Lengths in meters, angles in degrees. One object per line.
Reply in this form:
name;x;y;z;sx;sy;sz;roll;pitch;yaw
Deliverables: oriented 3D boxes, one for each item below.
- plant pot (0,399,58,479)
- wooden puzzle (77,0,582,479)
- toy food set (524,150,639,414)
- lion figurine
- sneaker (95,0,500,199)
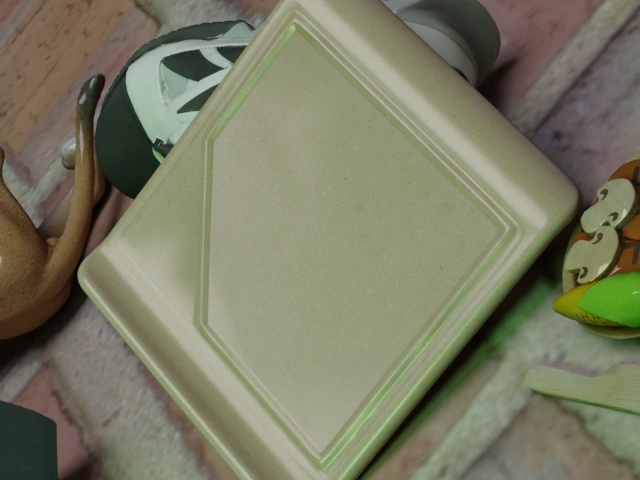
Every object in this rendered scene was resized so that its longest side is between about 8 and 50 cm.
plant pot;-0.305;0.239;1.103;0.248;0.247;0.252;-36;50;26
wooden puzzle;0.000;0.000;1.032;0.238;0.044;0.221;-50;61;12
toy food set;0.164;-0.010;0.907;0.132;0.038;0.192;3;61;55
lion figurine;-0.298;0.052;1.389;0.392;0.142;0.240;-36;41;19
sneaker;-0.046;-0.056;1.166;0.330;0.122;0.146;-16;43;46
